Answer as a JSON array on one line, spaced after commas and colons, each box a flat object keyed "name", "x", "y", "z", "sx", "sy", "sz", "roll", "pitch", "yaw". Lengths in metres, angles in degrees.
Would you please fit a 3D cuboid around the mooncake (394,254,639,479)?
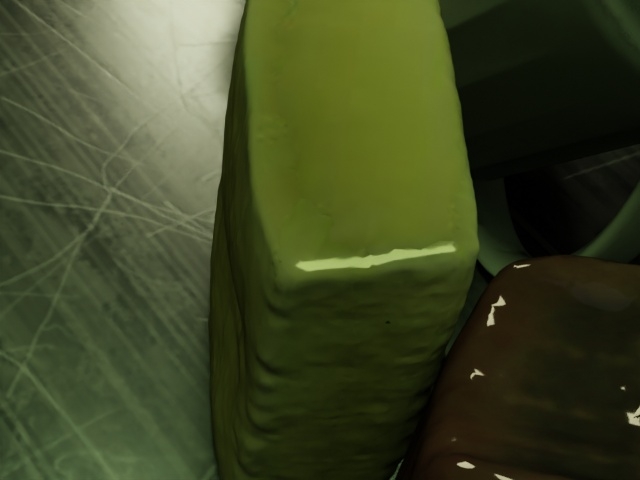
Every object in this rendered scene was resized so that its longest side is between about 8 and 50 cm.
[{"name": "mooncake", "x": 0.108, "y": 0.159, "z": 0.574, "sx": 0.174, "sy": 0.334, "sz": 0.326, "roll": 15, "pitch": 63, "yaw": 12}]

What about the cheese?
[{"name": "cheese", "x": 0.000, "y": 0.000, "z": 0.717, "sx": 0.123, "sy": 0.265, "sz": 0.243, "roll": -1, "pitch": 52, "yaw": -10}]

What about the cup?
[{"name": "cup", "x": 0.169, "y": -0.131, "z": 0.795, "sx": 0.236, "sy": 0.327, "sz": 0.323, "roll": -5, "pitch": 87, "yaw": -29}]
